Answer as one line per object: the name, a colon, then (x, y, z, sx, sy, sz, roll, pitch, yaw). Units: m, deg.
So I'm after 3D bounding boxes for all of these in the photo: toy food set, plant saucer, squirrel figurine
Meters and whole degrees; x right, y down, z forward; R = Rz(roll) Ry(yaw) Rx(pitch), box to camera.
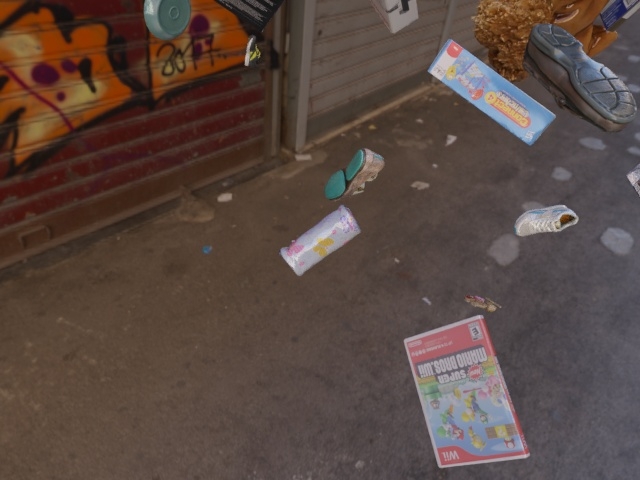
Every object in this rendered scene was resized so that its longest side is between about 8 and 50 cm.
toy food set: (0.434, 0.172, 1.305, 0.122, 0.019, 0.078, 11, 17, -32)
plant saucer: (-0.307, -0.471, 0.983, 0.021, 0.120, 0.119, 31, 44, 23)
squirrel figurine: (0.625, -0.635, 1.299, 0.396, 0.370, 0.281, -34, 74, 4)

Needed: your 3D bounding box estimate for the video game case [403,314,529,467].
video game case: (0.304, 0.328, 1.034, 0.025, 0.204, 0.286, 8, 61, -47)

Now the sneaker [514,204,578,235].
sneaker: (0.830, -0.069, 1.764, 0.228, 0.088, 0.092, -18, 24, -1)

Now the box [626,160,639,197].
box: (0.984, -0.173, 1.335, 0.247, 0.142, 0.164, -23, 84, -47)

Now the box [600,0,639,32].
box: (0.830, -0.721, 1.336, 0.036, 0.136, 0.226, 1, 67, -21)

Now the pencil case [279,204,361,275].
pencil case: (0.000, 0.000, 1.566, 0.273, 0.114, 0.124, -35, 20, 5)

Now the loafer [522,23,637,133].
loafer: (0.441, -0.271, 0.832, 0.096, 0.084, 0.268, -7, 55, -14)

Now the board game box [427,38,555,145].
board game box: (0.429, -0.388, 1.243, 0.308, 0.086, 0.302, 36, 23, 0)

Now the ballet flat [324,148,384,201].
ballet flat: (0.119, -0.208, 1.631, 0.106, 0.316, 0.108, 5, 73, -23)

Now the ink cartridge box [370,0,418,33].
ink cartridge box: (0.237, -0.901, 1.664, 0.114, 0.273, 0.197, -28, 66, 6)

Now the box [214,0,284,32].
box: (-0.194, -0.633, 1.085, 0.261, 0.184, 0.103, 27, 67, -25)

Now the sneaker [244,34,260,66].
sneaker: (-0.158, -0.451, 1.136, 0.035, 0.083, 0.031, 9, 58, -12)
